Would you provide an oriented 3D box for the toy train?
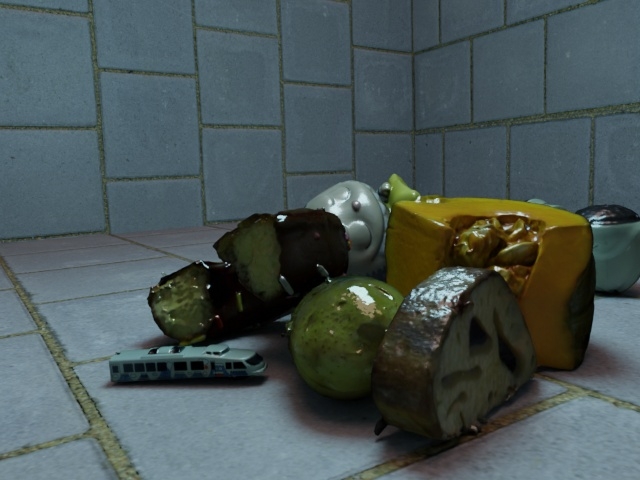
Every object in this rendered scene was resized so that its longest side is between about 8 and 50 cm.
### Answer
[{"bbox_3d":[-0.174,0.164,0.750,0.207,0.047,0.043,-3,8,6],"label":"toy train"}]

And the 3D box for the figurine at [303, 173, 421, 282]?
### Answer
[{"bbox_3d":[0.000,0.000,1.186,0.377,0.267,0.361,-2,2,-4],"label":"figurine"}]

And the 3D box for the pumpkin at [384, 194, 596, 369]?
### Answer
[{"bbox_3d":[0.244,0.058,0.843,0.303,0.226,0.256,5,12,8],"label":"pumpkin"}]

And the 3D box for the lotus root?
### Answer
[{"bbox_3d":[0.158,0.115,0.617,0.260,0.170,0.074,-18,13,-43],"label":"lotus root"}]

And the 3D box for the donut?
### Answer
[{"bbox_3d":[-0.092,0.062,0.914,0.345,0.136,0.259,-26,-15,32],"label":"donut"}]

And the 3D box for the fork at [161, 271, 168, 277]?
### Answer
[{"bbox_3d":[-0.293,0.097,1.434,0.219,0.029,0.034,2,0,-1],"label":"fork"}]

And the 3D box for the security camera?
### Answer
[{"bbox_3d":[0.544,0.010,1.194,0.197,0.191,0.277,-6,9,-38],"label":"security camera"}]

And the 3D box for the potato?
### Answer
[{"bbox_3d":[0.036,0.111,0.708,0.169,0.144,0.248,-5,6,1],"label":"potato"}]
